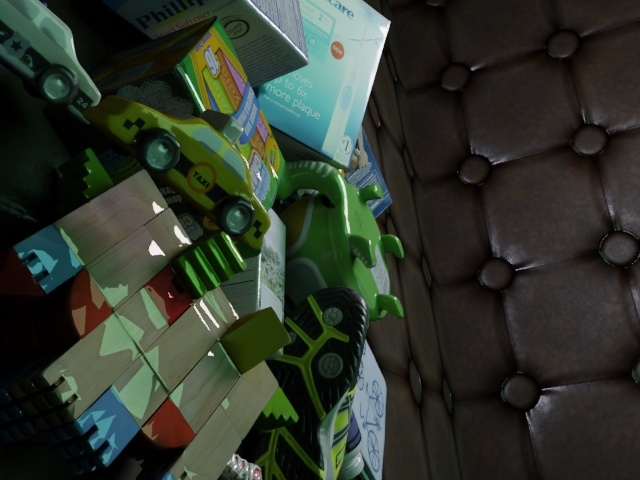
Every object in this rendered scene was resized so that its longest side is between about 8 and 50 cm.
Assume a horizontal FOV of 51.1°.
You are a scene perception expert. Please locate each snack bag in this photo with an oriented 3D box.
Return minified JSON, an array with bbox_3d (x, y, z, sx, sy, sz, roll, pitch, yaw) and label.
[{"bbox_3d":[0.079,0.333,1.492,0.323,0.037,0.343,-77,149,-54],"label":"snack bag"}]

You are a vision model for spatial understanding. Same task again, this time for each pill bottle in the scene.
[{"bbox_3d":[0.023,0.347,1.222,0.094,0.094,0.170,-55,128,-66],"label":"pill bottle"}]

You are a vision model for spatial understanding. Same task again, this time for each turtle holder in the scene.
[{"bbox_3d":[0.003,0.019,1.186,0.320,0.227,0.244,49,34,-53],"label":"turtle holder"}]

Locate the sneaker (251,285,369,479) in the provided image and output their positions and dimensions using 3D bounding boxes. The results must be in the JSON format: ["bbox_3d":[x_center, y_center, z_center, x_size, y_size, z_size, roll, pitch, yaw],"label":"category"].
[{"bbox_3d":[-0.017,0.258,1.049,0.147,0.145,0.385,56,50,-67],"label":"sneaker"}]

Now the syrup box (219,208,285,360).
[{"bbox_3d":[-0.114,0.059,1.019,0.093,0.096,0.237,55,28,-52],"label":"syrup box"}]

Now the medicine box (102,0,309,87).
[{"bbox_3d":[-0.159,-0.396,0.945,0.289,0.149,0.264,27,50,-59],"label":"medicine box"}]

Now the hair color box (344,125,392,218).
[{"bbox_3d":[0.013,-0.203,1.430,0.105,0.173,0.347,-43,128,-21],"label":"hair color box"}]

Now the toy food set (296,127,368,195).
[{"bbox_3d":[0.028,-0.168,1.305,0.192,0.038,0.133,-27,119,-33],"label":"toy food set"}]

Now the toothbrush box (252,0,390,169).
[{"bbox_3d":[-0.025,-0.295,1.168,0.216,0.126,0.296,26,74,-35],"label":"toothbrush box"}]

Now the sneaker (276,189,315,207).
[{"bbox_3d":[-0.059,-0.143,1.316,0.283,0.110,0.122,56,36,-40],"label":"sneaker"}]

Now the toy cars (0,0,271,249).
[{"bbox_3d":[-0.195,-0.139,0.620,0.393,0.087,0.176,36,-8,6],"label":"toy cars"}]

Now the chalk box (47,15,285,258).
[{"bbox_3d":[-0.165,-0.099,0.856,0.179,0.180,0.289,-77,149,-53],"label":"chalk box"}]

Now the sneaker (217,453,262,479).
[{"bbox_3d":[-0.118,0.295,0.885,0.051,0.070,0.134,-57,130,-63],"label":"sneaker"}]

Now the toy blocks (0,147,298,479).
[{"bbox_3d":[-0.197,0.114,0.651,0.382,0.190,0.261,60,31,-13],"label":"toy blocks"}]
